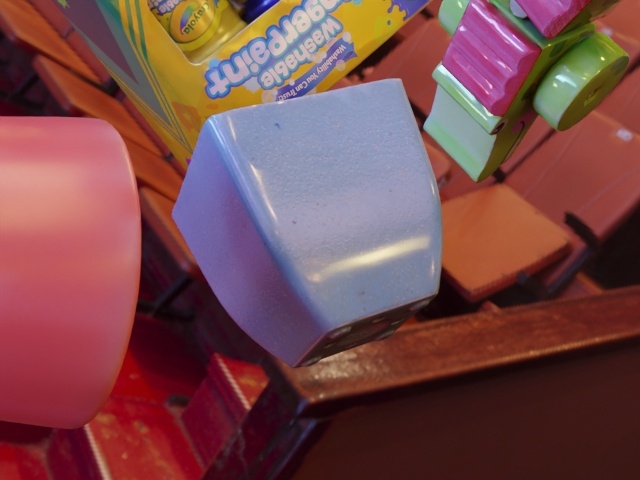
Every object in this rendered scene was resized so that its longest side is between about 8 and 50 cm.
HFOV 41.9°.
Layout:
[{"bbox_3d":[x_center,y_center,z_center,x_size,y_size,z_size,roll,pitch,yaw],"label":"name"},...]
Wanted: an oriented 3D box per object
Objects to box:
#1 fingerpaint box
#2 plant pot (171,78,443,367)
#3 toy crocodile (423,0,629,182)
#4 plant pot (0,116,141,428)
[{"bbox_3d":[-0.082,-0.357,1.020,0.371,0.445,0.163,54,-21,-18],"label":"fingerpaint box"},{"bbox_3d":[0.000,0.000,0.978,0.248,0.247,0.252,-16,72,-26],"label":"plant pot"},{"bbox_3d":[0.142,-0.155,0.486,0.105,0.340,0.115,-28,72,-33],"label":"toy crocodile"},{"bbox_3d":[-0.309,0.018,0.682,0.243,0.275,0.275,6,26,-35],"label":"plant pot"}]
